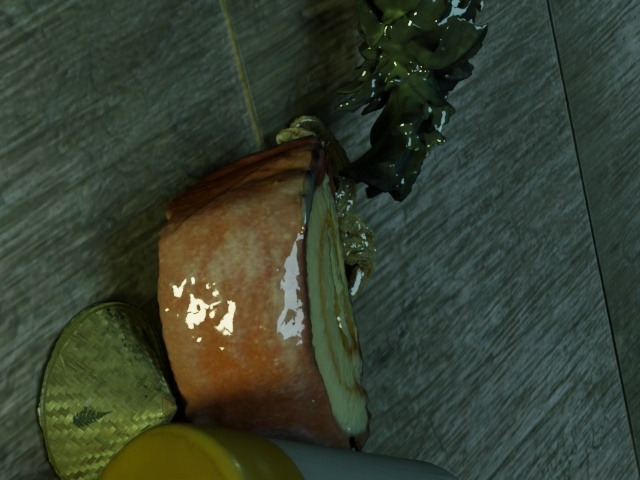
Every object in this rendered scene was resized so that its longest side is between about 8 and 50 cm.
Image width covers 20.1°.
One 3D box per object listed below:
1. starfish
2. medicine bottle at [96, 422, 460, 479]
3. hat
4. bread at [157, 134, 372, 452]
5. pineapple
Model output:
[{"bbox_3d":[0.008,0.001,1.492,0.150,0.053,0.210,-14,104,-49],"label":"starfish"},{"bbox_3d":[-0.025,0.257,1.246,0.232,0.238,0.238,13,80,-35],"label":"medicine bottle"},{"bbox_3d":[-0.128,0.116,1.288,0.146,0.067,0.146,-3,94,-55],"label":"hat"},{"bbox_3d":[-0.039,0.059,1.345,0.190,0.123,0.244,-54,135,-73],"label":"bread"},{"bbox_3d":[0.078,-0.184,1.474,0.141,0.170,0.310,17,70,-24],"label":"pineapple"}]
